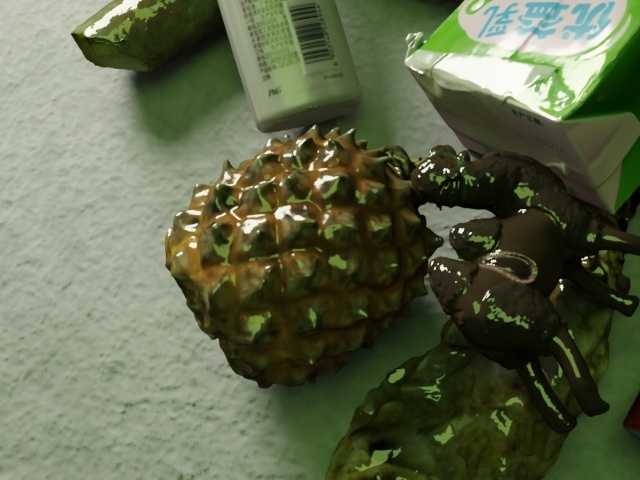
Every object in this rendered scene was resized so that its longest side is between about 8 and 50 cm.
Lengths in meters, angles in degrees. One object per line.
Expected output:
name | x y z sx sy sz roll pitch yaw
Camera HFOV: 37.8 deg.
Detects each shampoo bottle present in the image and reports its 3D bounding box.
shampoo bottle | -0.039 -0.201 0.718 0.086 0.056 0.227 -17 87 -12

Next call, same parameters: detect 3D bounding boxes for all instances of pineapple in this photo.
pineapple | 0.000 0.000 0.615 0.193 0.166 0.166 -33 67 -6

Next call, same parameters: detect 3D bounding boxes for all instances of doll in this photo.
doll | 0.118 0.011 0.555 0.165 0.057 0.139 36 63 6

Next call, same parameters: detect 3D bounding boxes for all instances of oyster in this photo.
oyster | 0.115 0.079 0.616 0.129 0.078 0.345 29 77 27

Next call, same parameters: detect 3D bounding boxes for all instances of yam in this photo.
yam | -0.124 -0.181 0.758 0.146 0.069 0.069 -37 67 -9

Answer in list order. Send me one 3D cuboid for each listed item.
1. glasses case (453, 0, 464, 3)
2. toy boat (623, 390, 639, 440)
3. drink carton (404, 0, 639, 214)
glasses case | 0.044 -0.285 0.770 0.316 0.076 0.123 25 75 17
toy boat | 0.343 -0.005 0.596 0.392 0.136 0.079 -45 97 -15
drink carton | 0.206 -0.169 0.639 0.271 0.108 0.161 -48 39 -6
